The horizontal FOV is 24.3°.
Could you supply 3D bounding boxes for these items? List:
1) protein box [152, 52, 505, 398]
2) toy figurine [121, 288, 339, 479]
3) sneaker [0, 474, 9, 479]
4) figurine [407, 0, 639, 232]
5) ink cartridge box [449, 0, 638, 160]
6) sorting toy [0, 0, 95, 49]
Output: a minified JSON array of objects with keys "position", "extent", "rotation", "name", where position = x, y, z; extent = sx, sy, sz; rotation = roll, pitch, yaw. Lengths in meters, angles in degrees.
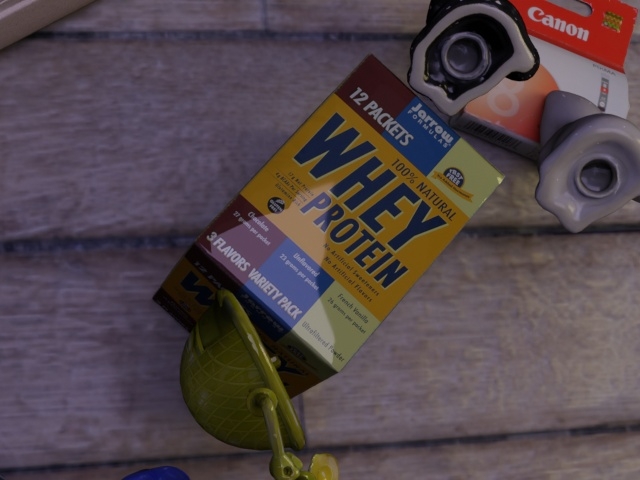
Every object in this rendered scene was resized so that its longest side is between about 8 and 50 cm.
[{"position":[0.000,0.000,1.125],"extent":[0.136,0.201,0.200],"rotation":[42,70,-2],"name":"protein box"},{"position":[-0.078,0.239,1.037],"extent":[0.217,0.191,0.362],"rotation":[-23,119,3],"name":"toy figurine"},{"position":[-0.348,0.176,1.043],"extent":[0.297,0.111,0.129],"rotation":[28,77,-6],"name":"sneaker"},{"position":[0.164,-0.115,1.168],"extent":[0.215,0.209,0.092],"rotation":[42,105,-9],"name":"figurine"},{"position":[0.206,-0.157,1.303],"extent":[0.145,0.045,0.179],"rotation":[21,75,-10],"name":"ink cartridge box"},{"position":[-0.292,-0.243,1.190],"extent":[0.348,0.047,0.196],"rotation":[-31,91,-19],"name":"sorting toy"}]
